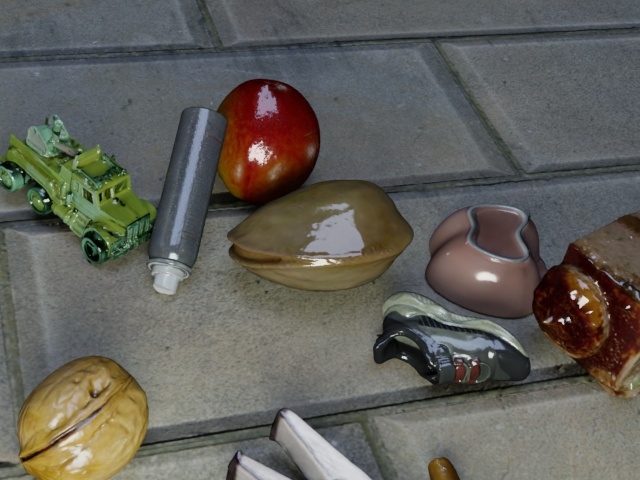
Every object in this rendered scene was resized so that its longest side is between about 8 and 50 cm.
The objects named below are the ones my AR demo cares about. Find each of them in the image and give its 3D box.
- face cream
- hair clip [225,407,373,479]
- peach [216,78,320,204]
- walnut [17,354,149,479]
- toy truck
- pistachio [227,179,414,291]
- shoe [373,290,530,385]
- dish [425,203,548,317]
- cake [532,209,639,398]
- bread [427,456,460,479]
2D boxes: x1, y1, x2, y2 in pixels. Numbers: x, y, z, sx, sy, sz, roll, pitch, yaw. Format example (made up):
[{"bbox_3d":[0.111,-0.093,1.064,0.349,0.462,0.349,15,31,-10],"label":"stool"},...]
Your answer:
[{"bbox_3d":[-0.200,-0.059,1.566,0.073,0.073,0.284,10,71,0],"label":"face cream"},{"bbox_3d":[0.044,0.337,1.244,0.330,0.085,0.101,36,50,17],"label":"hair clip"},{"bbox_3d":[-0.087,-0.167,1.688,0.197,0.197,0.197,6,42,-5],"label":"peach"},{"bbox_3d":[-0.285,0.220,1.270,0.144,0.144,0.180,29,37,20],"label":"walnut"},{"bbox_3d":[-0.357,-0.089,1.578,0.259,0.135,0.128,42,48,15],"label":"toy truck"},{"bbox_3d":[0.000,0.000,1.550,0.260,0.163,0.212,-16,15,-24],"label":"pistachio"},{"bbox_3d":[0.173,0.157,1.467,0.227,0.099,0.112,23,50,20],"label":"shoe"},{"bbox_3d":[0.269,0.013,1.639,0.213,0.090,0.213,5,42,-5],"label":"dish"},{"bbox_3d":[0.449,0.089,1.513,0.293,0.196,0.199,-19,51,-30],"label":"cake"},{"bbox_3d":[0.162,0.315,1.323,0.036,0.047,0.083,-28,45,4],"label":"bread"}]
